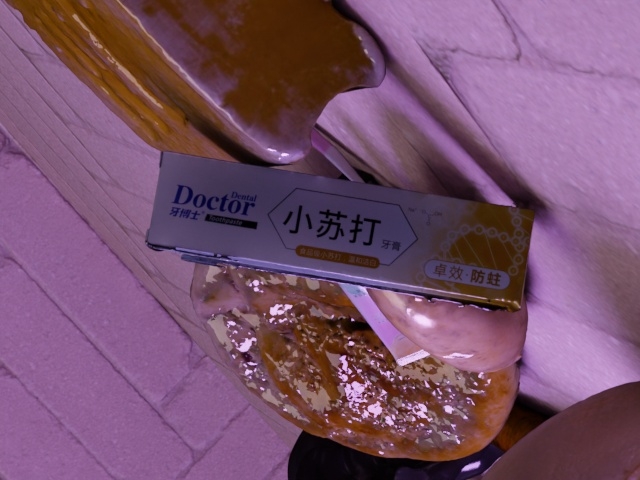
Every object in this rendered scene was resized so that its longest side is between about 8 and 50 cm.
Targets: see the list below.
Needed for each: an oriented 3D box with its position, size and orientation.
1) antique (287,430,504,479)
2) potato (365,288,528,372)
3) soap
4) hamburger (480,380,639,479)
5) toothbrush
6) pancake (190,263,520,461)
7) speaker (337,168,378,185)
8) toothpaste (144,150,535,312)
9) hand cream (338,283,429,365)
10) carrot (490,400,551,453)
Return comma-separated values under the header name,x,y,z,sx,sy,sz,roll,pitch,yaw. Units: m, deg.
name,x,y,z,sx,sy,sz,roll,pitch,yaw
antique,0.082,0.283,2.180,0.185,0.255,0.322,51,165,-16
potato,0.120,0.041,1.561,0.235,0.128,0.161,47,-173,-27
soap,-0.124,-0.198,1.499,0.293,0.156,0.335,48,166,-15
hamburger,0.252,0.255,1.409,0.170,0.302,0.302,57,178,39
toothbrush,-0.004,-0.102,1.725,0.286,0.025,0.020,41,170,28
pancake,0.029,0.106,1.821,0.386,0.082,0.387,19,141,16
speaker,0.077,0.008,1.770,0.046,0.040,0.191,24,155,55
toothpaste,0.016,-0.007,1.423,0.312,0.089,0.071,9,177,4
hand cream,0.061,0.052,1.653,0.076,0.047,0.174,-23,122,28
carrot,0.201,0.206,1.954,0.066,0.066,0.314,51,167,-25
